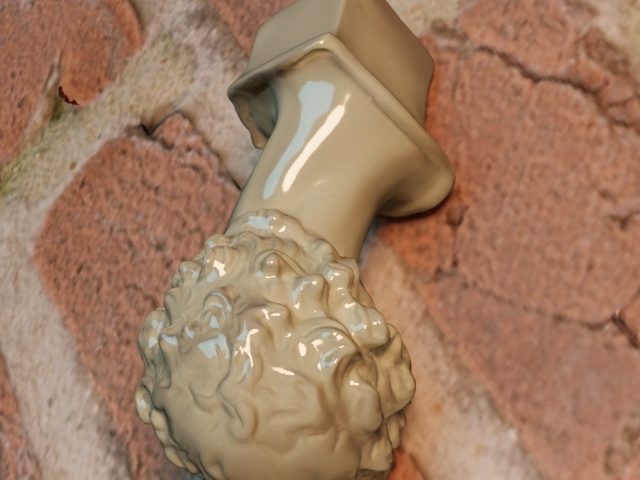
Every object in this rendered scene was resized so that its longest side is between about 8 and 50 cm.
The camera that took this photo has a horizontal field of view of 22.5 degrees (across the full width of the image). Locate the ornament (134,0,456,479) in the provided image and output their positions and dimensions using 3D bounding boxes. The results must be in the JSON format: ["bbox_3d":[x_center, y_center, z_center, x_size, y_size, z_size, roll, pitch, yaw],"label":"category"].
[{"bbox_3d":[-0.005,-0.012,0.758,0.120,0.130,0.285,-20,49,42],"label":"ornament"}]
